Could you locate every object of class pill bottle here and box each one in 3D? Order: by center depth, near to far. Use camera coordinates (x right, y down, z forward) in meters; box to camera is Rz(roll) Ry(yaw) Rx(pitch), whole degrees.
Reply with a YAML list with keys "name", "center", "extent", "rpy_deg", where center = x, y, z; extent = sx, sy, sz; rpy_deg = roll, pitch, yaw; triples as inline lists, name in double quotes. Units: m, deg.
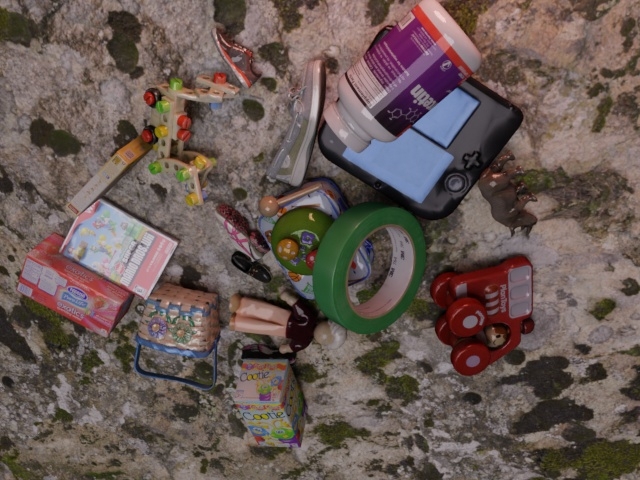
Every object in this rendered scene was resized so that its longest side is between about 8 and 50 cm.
- name: "pill bottle"
  center: [0.164, -0.334, 1.264]
  extent: [0.323, 0.181, 0.181]
  rpy_deg: [-40, 104, 22]

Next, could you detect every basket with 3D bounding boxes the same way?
- name: "basket"
  center: [-0.421, 0.286, 1.761]
  extent: [0.255, 0.201, 0.289]
  rpy_deg: [9, 110, 6]

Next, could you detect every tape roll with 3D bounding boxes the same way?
- name: "tape roll"
  center: [0.126, 0.067, 1.472]
  extent: [0.077, 0.321, 0.321]
  rpy_deg: [23, 131, 46]

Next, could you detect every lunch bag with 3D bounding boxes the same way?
- name: "lunch bag"
  center: [0.000, 0.000, 1.569]
  extent: [0.243, 0.115, 0.303]
  rpy_deg: [-25, 110, 20]

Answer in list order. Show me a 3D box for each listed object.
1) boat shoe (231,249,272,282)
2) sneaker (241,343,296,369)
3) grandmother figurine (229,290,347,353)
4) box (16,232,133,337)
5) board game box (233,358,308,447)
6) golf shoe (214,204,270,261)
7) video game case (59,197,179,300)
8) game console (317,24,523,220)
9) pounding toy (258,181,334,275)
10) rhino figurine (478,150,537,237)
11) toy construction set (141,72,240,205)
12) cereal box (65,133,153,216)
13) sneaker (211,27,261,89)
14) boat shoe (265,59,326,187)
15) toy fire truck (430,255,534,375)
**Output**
- name: "boat shoe"
  center: [-0.197, 0.081, 1.695]
  extent: [0.133, 0.042, 0.049]
  rpy_deg: [38, 117, -11]
- name: "sneaker"
  center: [-0.158, 0.372, 1.830]
  extent: [0.178, 0.072, 0.077]
  rpy_deg: [5, 129, 16]
- name: "grandmother figurine"
  center: [-0.090, 0.247, 1.731]
  extent: [0.342, 0.104, 0.208]
  rpy_deg: [10, 128, 10]
- name: "box"
  center: [-0.711, 0.130, 1.773]
  extent: [0.300, 0.142, 0.154]
  rpy_deg: [28, 120, -4]
- name: "board game box"
  center: [-0.144, 0.493, 1.806]
  extent: [0.144, 0.142, 0.275]
  rpy_deg: [-3, 134, 14]
- name: "golf shoe"
  center: [-0.226, -0.014, 1.631]
  extent: [0.086, 0.067, 0.186]
  rpy_deg: [-39, 104, 23]
- name: "video game case"
  center: [-0.575, 0.018, 1.715]
  extent: [0.285, 0.025, 0.204]
  rpy_deg: [30, 101, -5]
- name: "game console"
  center: [0.220, -0.257, 1.411]
  extent: [0.386, 0.060, 0.342]
  rpy_deg: [31, 120, -6]
- name: "pounding toy"
  center: [-0.049, -0.001, 1.455]
  extent: [0.183, 0.110, 0.237]
  rpy_deg: [-13, 112, 14]
- name: "rhino figurine"
  center: [0.454, -0.094, 1.435]
  extent: [0.106, 0.073, 0.243]
  rpy_deg: [-31, 125, 10]
- name: "toy construction set"
  center: [-0.327, -0.268, 1.470]
  extent: [0.215, 0.151, 0.327]
  rpy_deg: [33, 115, 22]
- name: "cereal box"
  center: [-0.540, -0.174, 1.555]
  extent: [0.240, 0.173, 0.047]
  rpy_deg: [-36, 106, 25]
- name: "sneaker"
  center: [-0.196, -0.438, 1.415]
  extent: [0.065, 0.061, 0.158]
  rpy_deg: [-35, 109, -2]
- name: "boat shoe"
  center: [-0.056, -0.277, 1.430]
  extent: [0.103, 0.118, 0.320]
  rpy_deg: [15, 127, -1]
- name: "toy fire truck"
  center: [0.438, 0.201, 1.568]
  extent: [0.254, 0.169, 0.302]
  rpy_deg: [-13, 117, -2]
